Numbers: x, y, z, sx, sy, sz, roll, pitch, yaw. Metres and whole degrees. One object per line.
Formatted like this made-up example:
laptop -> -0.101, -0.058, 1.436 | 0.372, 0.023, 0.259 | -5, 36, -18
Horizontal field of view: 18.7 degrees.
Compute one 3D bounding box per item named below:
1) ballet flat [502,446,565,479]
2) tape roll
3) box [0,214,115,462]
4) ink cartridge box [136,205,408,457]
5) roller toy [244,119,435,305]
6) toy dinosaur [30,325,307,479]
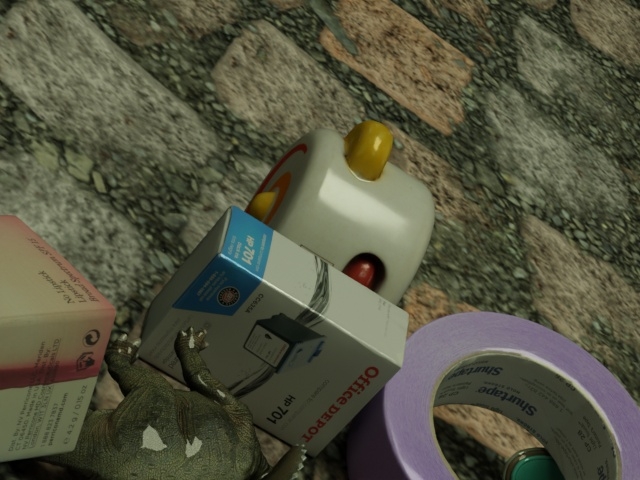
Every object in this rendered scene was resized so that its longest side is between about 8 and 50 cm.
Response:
ballet flat -> 0.245, 0.243, 1.888 | 0.213, 0.072, 0.068 | 22, 6, -31
tape roll -> 0.165, 0.199, 1.734 | 0.275, 0.090, 0.274 | 14, 48, -17
box -> -0.286, 0.071, 1.356 | 0.232, 0.127, 0.148 | -3, 32, -44
ink cartridge box -> -0.040, 0.081, 1.680 | 0.191, 0.139, 0.082 | 32, 32, -14
roller toy -> 0.000, 0.000, 1.785 | 0.146, 0.209, 0.191 | 31, 62, -15
toy dinosaur -> -0.123, 0.151, 1.508 | 0.313, 0.121, 0.160 | 18, 22, -42
